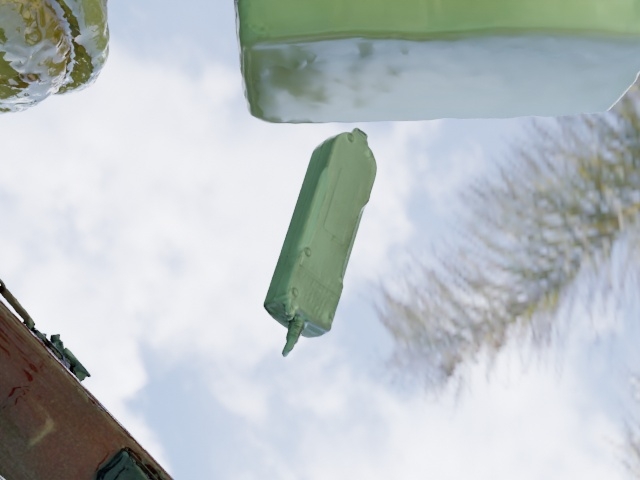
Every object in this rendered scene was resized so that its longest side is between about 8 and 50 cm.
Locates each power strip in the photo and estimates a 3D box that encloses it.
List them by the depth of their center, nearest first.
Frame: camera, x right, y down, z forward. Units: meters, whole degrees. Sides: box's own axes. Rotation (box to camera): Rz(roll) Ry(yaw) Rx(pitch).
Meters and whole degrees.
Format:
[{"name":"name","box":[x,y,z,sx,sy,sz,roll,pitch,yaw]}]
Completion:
[{"name":"power strip","box":[0.000,0.000,1.194,0.030,0.047,0.191,-20,-137,46]}]

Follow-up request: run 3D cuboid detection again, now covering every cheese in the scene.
[{"name":"cheese","box":[0.063,-0.213,1.016,0.242,0.124,0.266,-3,-111,-3]}]

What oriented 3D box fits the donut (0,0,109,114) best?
[{"name":"donut","box":[-0.389,-0.284,1.579,0.448,0.449,0.198,19,-114,27]}]

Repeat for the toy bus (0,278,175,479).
[{"name":"toy bus","box":[-0.106,0.100,0.727,0.073,0.096,0.235,-44,-101,-10]}]
